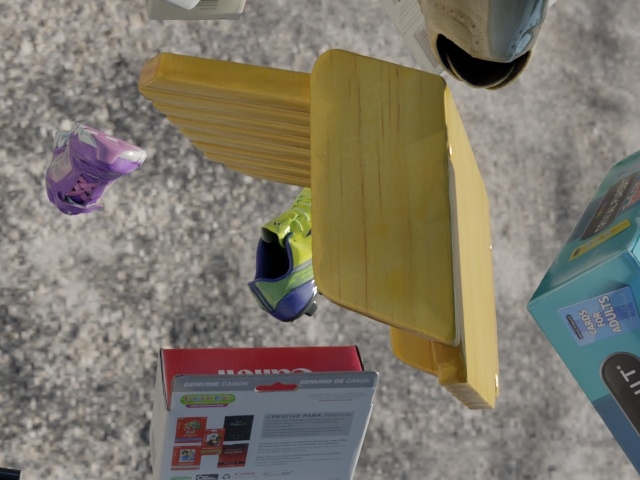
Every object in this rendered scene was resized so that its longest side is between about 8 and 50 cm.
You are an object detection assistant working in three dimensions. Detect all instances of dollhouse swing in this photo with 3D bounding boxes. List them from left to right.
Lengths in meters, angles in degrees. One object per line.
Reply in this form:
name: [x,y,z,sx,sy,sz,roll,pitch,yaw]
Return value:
dollhouse swing: [0.000,0.000,1.079,0.347,0.304,0.315,46,41,-70]

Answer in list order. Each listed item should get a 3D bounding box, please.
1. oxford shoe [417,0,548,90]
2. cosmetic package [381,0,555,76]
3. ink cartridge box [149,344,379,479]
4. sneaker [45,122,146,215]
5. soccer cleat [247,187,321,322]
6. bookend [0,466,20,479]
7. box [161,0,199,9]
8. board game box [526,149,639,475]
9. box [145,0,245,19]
oxford shoe: [0.142,-0.218,1.074,0.397,0.140,0.147,-27,124,-83]
cosmetic package: [0.219,-0.357,1.636,0.183,0.151,0.151,-30,87,-22]
ink cartridge box: [-0.089,0.248,1.678,0.130,0.309,0.272,-106,-158,-47]
sneaker: [-0.286,-0.080,1.369,0.095,0.236,0.105,25,81,-21]
soccer cleat: [-0.031,-0.013,1.661,0.121,0.093,0.289,41,47,-27]
bookend: [-0.479,0.428,1.570,0.157,0.072,0.156,-97,-161,-62]
box: [-0.123,-0.248,0.374,0.345,0.215,0.168,9,48,-54]
board game box: [0.283,0.075,0.813,0.254,0.079,0.336,56,30,-2]
box: [-0.167,-0.417,1.425,0.126,0.149,0.232,-4,65,-17]
